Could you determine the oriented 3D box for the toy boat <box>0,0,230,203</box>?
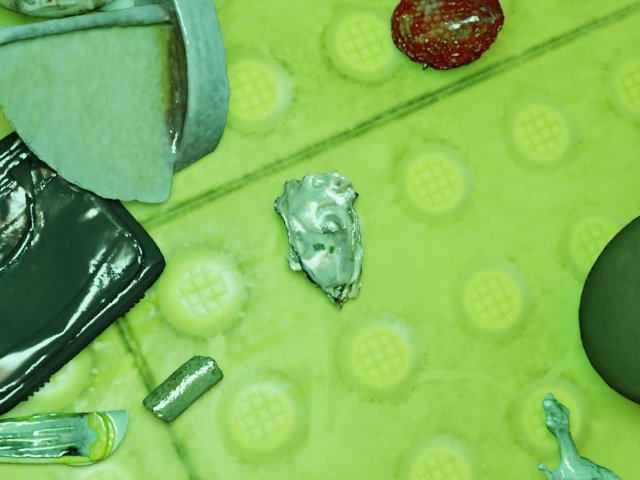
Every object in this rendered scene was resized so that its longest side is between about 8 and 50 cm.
[{"bbox_3d":[-0.219,-0.167,1.268,0.293,0.111,0.276,-37,126,-29],"label":"toy boat"}]

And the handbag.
[{"bbox_3d":[-0.337,0.028,1.268,0.275,0.088,0.244,-43,87,-15],"label":"handbag"}]

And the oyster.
[{"bbox_3d":[-0.002,0.000,1.361,0.108,0.053,0.166,-2,73,-32],"label":"oyster"}]

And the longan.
[{"bbox_3d":[0.438,0.065,1.335,0.300,0.300,0.243,-42,62,-16],"label":"longan"}]

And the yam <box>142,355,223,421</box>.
[{"bbox_3d":[-0.154,0.166,1.303,0.094,0.043,0.043,-42,91,-14],"label":"yam"}]

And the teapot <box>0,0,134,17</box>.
[{"bbox_3d":[-0.322,-0.329,1.308,0.298,0.139,0.204,9,51,-8],"label":"teapot"}]

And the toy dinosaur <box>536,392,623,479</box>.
[{"bbox_3d":[0.355,0.358,1.361,0.129,0.076,0.383,-40,97,-40],"label":"toy dinosaur"}]

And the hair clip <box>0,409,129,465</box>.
[{"bbox_3d":[-0.305,0.218,1.263,0.188,0.033,0.060,0,82,-15],"label":"hair clip"}]

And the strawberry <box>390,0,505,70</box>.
[{"bbox_3d":[0.153,-0.268,1.393,0.131,0.148,0.131,2,78,-11],"label":"strawberry"}]
